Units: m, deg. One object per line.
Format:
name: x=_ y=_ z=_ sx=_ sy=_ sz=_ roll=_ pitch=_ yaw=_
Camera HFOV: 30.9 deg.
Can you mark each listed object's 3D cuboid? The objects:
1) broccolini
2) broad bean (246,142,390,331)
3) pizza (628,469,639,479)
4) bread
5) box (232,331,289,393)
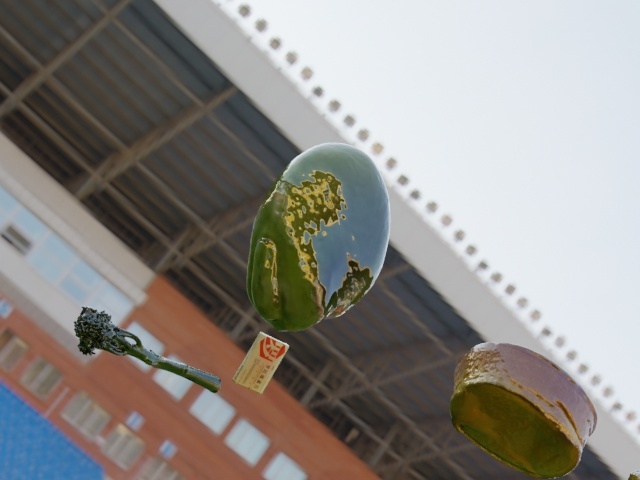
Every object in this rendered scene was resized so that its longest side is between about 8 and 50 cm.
broccolini: x=-0.155 y=0.111 z=1.094 sx=0.218 sy=0.042 sz=0.044 roll=34 pitch=23 yaw=-50
broad bean: x=-0.001 y=0.000 z=1.639 sx=0.119 sy=0.291 sz=0.238 roll=8 pitch=-29 yaw=44
pizza: x=0.433 y=0.406 z=1.521 sx=0.062 sy=0.188 sz=0.199 roll=-12 pitch=-27 yaw=4
bread: x=0.346 y=0.286 z=1.981 sx=0.269 sy=0.143 sz=0.195 roll=38 pitch=-46 yaw=-9
box: x=-0.097 y=0.200 z=1.887 sx=0.058 sy=0.093 sz=0.015 roll=28 pitch=4 yaw=-33
